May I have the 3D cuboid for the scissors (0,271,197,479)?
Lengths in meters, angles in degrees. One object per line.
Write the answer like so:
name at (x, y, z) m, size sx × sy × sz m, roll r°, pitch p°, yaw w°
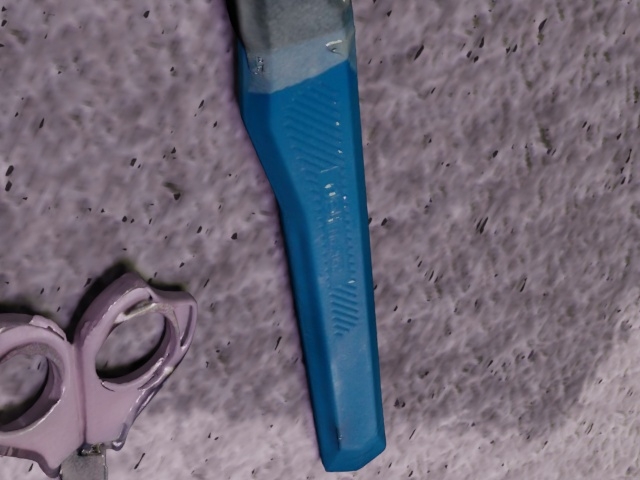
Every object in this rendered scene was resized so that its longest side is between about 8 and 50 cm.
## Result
scissors at (-0.092, 0.090, 0.572) m, size 0.100 × 0.015 × 0.189 m, roll -21°, pitch 136°, yaw -26°

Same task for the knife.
knife at (-0.001, -0.001, 0.558) m, size 0.044 × 0.026 × 0.296 m, roll -24°, pitch 138°, yaw -16°
